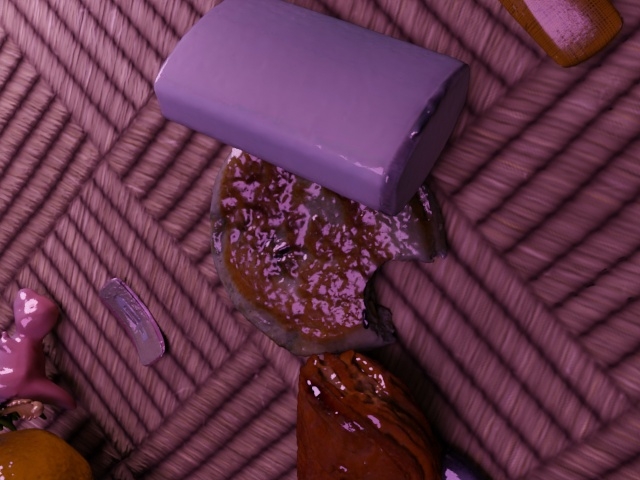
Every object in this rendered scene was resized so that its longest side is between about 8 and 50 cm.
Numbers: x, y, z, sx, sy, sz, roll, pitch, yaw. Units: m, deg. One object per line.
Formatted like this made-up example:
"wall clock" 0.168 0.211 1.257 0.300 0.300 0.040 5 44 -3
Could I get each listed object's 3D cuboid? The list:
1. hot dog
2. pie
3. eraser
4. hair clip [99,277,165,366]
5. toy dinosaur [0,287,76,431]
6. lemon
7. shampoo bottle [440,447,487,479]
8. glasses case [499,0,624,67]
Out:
"hot dog" 0.041 0.253 0.775 0.196 0.122 0.272 31 135 43
"pie" -0.007 -0.004 0.810 0.302 0.067 0.302 4 100 25
"eraser" -0.007 -0.157 0.722 0.290 0.104 0.189 25 65 20
"hair clip" -0.271 0.117 0.984 0.054 0.022 0.137 -40 81 25
"toy dinosaur" -0.446 0.194 1.046 0.177 0.152 0.194 -39 73 -3
"lemon" -0.413 0.367 0.934 0.260 0.204 0.204 14 110 63
"shampoo bottle" 0.205 0.350 0.780 0.233 0.049 0.087 48 123 11
"glasses case" 0.198 -0.273 0.662 0.079 0.064 0.234 -37 82 25
